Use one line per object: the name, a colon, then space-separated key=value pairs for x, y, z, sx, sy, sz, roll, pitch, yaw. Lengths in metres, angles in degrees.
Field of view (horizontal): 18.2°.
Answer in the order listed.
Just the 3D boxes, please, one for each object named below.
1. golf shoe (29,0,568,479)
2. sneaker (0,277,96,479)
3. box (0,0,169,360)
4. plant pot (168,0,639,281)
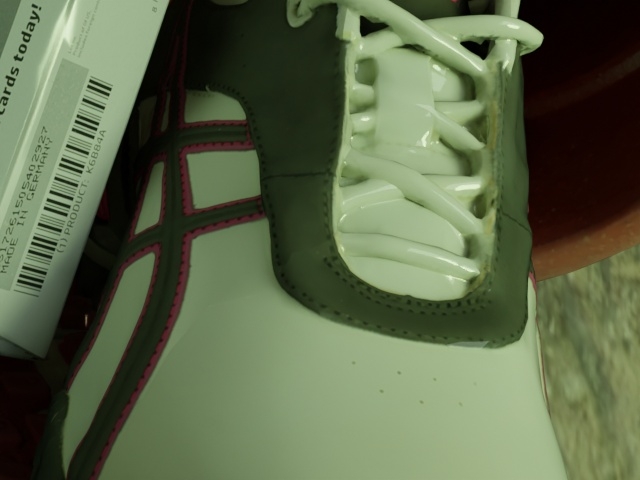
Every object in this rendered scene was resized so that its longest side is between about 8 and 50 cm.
golf shoe: x=0.000 y=0.000 z=0.426 sx=0.105 sy=0.120 sz=0.273 roll=12 pitch=26 yaw=-18
sneaker: x=-0.061 y=0.088 z=0.474 sx=0.121 sy=0.112 sz=0.299 roll=15 pitch=25 yaw=-8
box: x=-0.094 y=-0.062 z=0.356 sx=0.186 sy=0.038 sz=0.145 roll=19 pitch=89 yaw=-59
plant pot: x=0.030 y=-0.170 z=0.628 sx=0.272 sy=0.272 sz=0.265 roll=55 pitch=30 yaw=-27
